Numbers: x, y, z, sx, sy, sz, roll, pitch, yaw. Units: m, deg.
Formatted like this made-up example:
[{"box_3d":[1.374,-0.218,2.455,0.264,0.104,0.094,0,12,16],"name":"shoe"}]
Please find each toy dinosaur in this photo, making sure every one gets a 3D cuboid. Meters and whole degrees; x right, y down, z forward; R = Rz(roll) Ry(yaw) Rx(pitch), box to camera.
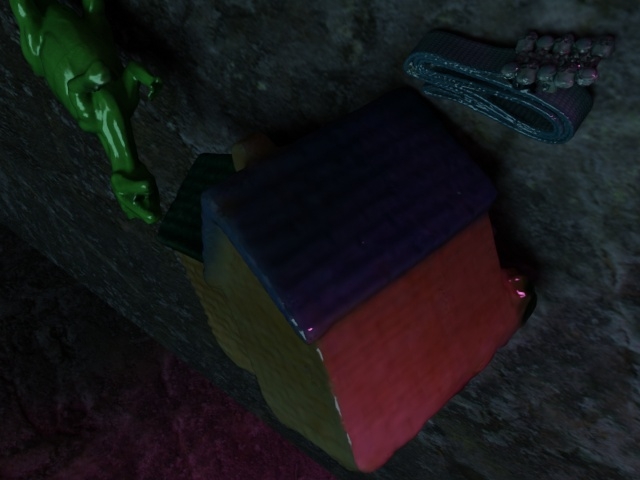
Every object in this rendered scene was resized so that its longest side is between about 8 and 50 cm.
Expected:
[{"box_3d":[-0.378,-0.245,0.904,0.500,0.144,0.374,22,128,50],"name":"toy dinosaur"}]

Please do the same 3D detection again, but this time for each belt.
[{"box_3d":[0.164,-0.158,0.549,0.179,0.065,0.100,26,157,21],"name":"belt"}]

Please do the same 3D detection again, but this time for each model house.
[{"box_3d":[0.000,0.000,0.725,0.382,0.335,0.342,11,127,51],"name":"model house"}]
